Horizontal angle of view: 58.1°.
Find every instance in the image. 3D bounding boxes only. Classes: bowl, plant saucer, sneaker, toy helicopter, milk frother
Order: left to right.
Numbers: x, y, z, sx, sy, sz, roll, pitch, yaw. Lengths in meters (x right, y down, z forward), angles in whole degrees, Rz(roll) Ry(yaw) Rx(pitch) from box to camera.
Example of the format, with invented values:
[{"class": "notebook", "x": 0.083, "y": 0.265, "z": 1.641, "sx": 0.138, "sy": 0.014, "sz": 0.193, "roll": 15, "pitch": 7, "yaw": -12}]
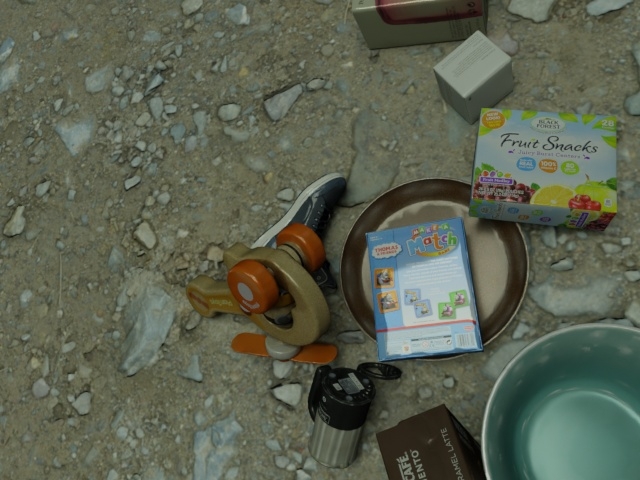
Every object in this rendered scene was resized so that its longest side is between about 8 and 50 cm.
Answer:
[{"class": "toy helicopter", "x": -0.114, "y": 0.112, "z": 0.986, "sx": 0.355, "sy": 0.235, "sz": 0.140, "roll": -4, "pitch": 28, "yaw": 48}, {"class": "sneaker", "x": 0.000, "y": 0.001, "z": 1.025, "sx": 0.226, "sy": 0.086, "sz": 0.163, "roll": -47, "pitch": 62, "yaw": 4}, {"class": "milk frother", "x": 0.057, "y": 0.269, "z": 0.927, "sx": 0.143, "sy": 0.129, "sz": 0.134, "roll": 5, "pitch": 117, "yaw": -14}, {"class": "plant saucer", "x": 0.186, "y": 0.046, "z": 0.964, "sx": 0.311, "sy": 0.050, "sz": 0.310, "roll": -6, "pitch": 73, "yaw": 20}, {"class": "bowl", "x": 0.365, "y": 0.276, "z": 0.751, "sx": 0.312, "sy": 0.163, "sz": 0.311, "roll": -4, "pitch": 69, "yaw": 11}]

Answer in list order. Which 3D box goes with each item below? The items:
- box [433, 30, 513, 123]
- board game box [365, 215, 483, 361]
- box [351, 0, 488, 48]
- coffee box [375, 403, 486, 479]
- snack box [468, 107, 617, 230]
[{"class": "box", "x": 0.267, "y": -0.281, "z": 1.000, "sx": 0.101, "sy": 0.102, "sz": 0.087, "roll": -40, "pitch": 63, "yaw": 5}, {"class": "board game box", "x": 0.162, "y": 0.078, "z": 0.916, "sx": 0.160, "sy": 0.039, "sz": 0.211, "roll": -10, "pitch": 72, "yaw": 17}, {"class": "box", "x": 0.189, "y": -0.463, "z": 1.069, "sx": 0.232, "sy": 0.127, "sz": 0.148, "roll": 1, "pitch": 75, "yaw": 21}, {"class": "coffee box", "x": 0.176, "y": 0.331, "z": 0.757, "sx": 0.098, "sy": 0.246, "sz": 0.141, "roll": -27, "pitch": 48, "yaw": 11}, {"class": "snack box", "x": 0.348, "y": -0.115, "z": 0.909, "sx": 0.207, "sy": 0.070, "sz": 0.174, "roll": 8, "pitch": 66, "yaw": 12}]
